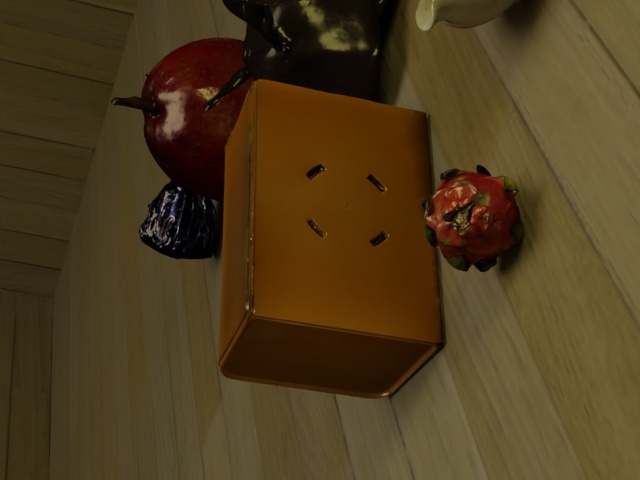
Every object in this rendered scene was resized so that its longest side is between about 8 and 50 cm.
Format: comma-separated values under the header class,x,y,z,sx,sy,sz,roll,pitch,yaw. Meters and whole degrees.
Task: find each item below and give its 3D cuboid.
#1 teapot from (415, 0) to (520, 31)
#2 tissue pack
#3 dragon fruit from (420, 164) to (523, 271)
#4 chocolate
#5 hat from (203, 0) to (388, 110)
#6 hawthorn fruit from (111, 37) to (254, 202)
class,x,y,z,sx,sy,sz,roll,pitch,yaw
teapot,0.149,-0.269,1.143,0.145,0.092,0.226,-42,32,55
tissue pack,0.000,0.000,1.271,0.145,0.194,0.274,126,150,-51
dragon fruit,0.130,-0.015,1.083,0.081,0.086,0.116,-47,-26,-11
chocolate,-0.193,-0.143,2.063,0.148,0.126,0.343,3,-75,-67
hat,-0.029,-0.271,1.495,0.238,0.209,0.336,166,116,-73
hawthorn fruit,-0.163,-0.179,1.768,0.210,0.266,0.230,-14,69,50
